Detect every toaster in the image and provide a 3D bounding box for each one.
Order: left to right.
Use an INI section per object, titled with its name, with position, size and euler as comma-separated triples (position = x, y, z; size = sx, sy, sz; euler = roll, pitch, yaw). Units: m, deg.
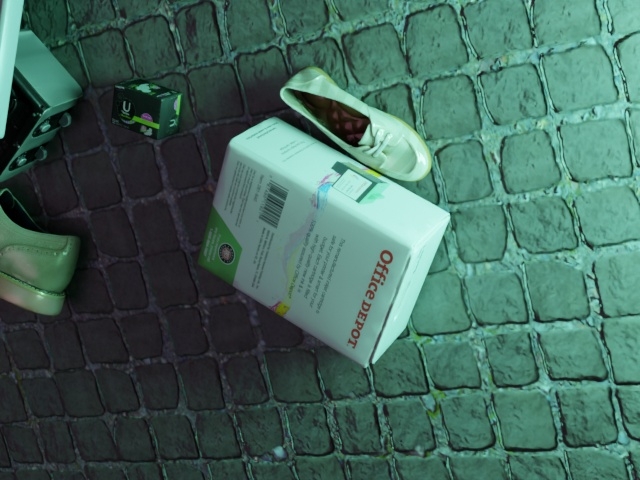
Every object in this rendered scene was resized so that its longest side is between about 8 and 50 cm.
[toaster]
position = -0.462, -0.205, 1.691
size = 0.185, 0.110, 0.168
euler = 48, 121, 8

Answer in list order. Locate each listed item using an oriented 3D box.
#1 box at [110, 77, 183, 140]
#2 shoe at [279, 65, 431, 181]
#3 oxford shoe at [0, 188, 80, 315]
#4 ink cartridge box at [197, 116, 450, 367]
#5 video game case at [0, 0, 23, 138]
[box]
position = -0.242, -0.184, 1.608
size = 0.083, 0.052, 0.062
euler = 21, 116, 24
[shoe]
position = 0.041, -0.141, 1.457
size = 0.219, 0.058, 0.076
euler = 36, 121, 15
[oxford shoe]
position = -0.543, -0.032, 1.796
size = 0.397, 0.140, 0.146
euler = 27, 95, 9
[ink cartridge box]
position = 0.000, 0.000, 1.484
size = 0.278, 0.117, 0.201
euler = 30, 125, 18
[video game case]
position = -0.519, -0.307, 1.628
size = 0.300, 0.036, 0.329
euler = 5, 86, 42
